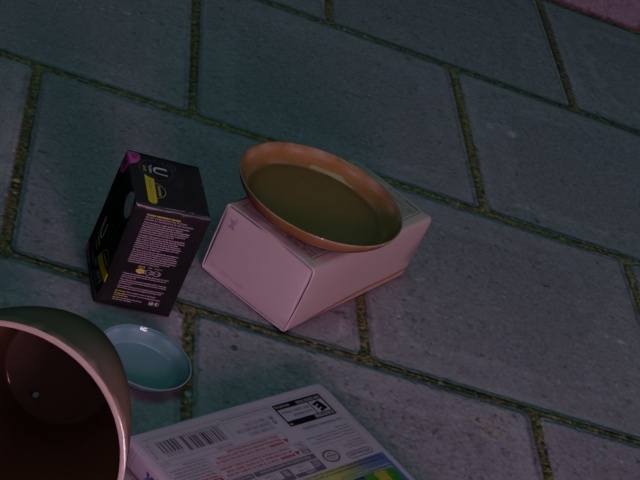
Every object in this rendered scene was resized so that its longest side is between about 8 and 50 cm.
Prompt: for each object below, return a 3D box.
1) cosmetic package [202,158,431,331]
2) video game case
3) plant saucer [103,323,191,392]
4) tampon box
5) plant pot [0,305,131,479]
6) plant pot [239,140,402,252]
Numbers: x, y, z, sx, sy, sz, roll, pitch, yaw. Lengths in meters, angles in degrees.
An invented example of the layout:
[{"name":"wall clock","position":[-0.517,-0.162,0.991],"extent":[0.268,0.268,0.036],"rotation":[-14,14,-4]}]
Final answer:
[{"name":"cosmetic package","position":[0.000,0.000,2.389],"extent":[0.160,0.113,0.309],"rotation":[38,32,21]},{"name":"video game case","position":[-0.020,0.299,1.982],"extent":[0.329,0.036,0.300],"rotation":[-11,46,-48]},{"name":"plant saucer","position":[-0.214,0.147,2.082],"extent":[0.119,0.021,0.119],"rotation":[19,31,-12]},{"name":"tampon box","position":[-0.219,-0.009,2.183],"extent":[0.101,0.161,0.120],"rotation":[13,32,-22]},{"name":"plant pot","position":[-0.301,0.169,1.794],"extent":[0.256,0.256,0.274],"rotation":[26,14,-1]},{"name":"plant pot","position":[-0.003,-0.053,2.326],"extent":[0.236,0.032,0.236],"rotation":[19,31,-11]}]
